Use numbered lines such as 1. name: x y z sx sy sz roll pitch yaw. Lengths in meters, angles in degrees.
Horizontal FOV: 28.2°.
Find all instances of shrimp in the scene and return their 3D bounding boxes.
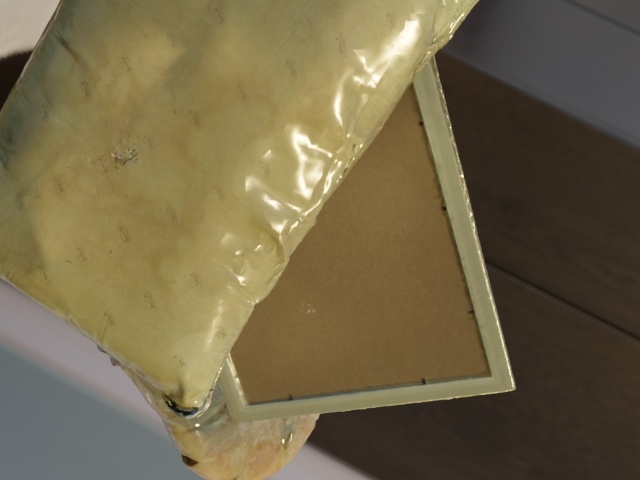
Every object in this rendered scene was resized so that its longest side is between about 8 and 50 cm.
1. shrimp: -0.076 0.074 1.031 0.178 0.289 0.075 -40 -154 -17

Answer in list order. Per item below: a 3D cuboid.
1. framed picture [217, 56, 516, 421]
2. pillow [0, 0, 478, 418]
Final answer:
1. framed picture: 0.000 0.000 0.847 0.017 0.217 0.274 -70 149 -58
2. pillow: -0.064 -0.065 0.647 0.302 0.185 0.075 -55 176 19
